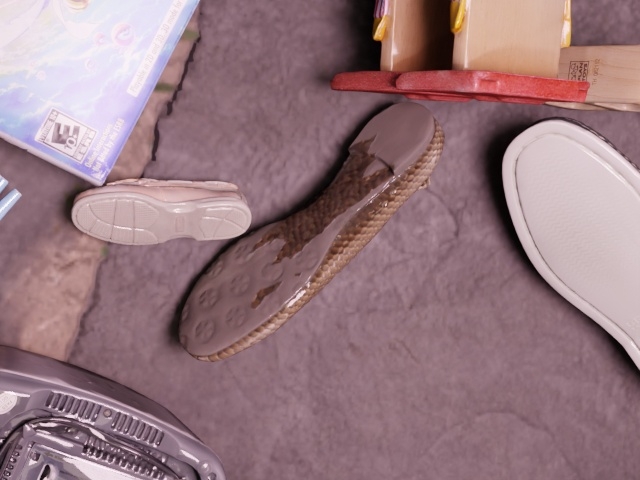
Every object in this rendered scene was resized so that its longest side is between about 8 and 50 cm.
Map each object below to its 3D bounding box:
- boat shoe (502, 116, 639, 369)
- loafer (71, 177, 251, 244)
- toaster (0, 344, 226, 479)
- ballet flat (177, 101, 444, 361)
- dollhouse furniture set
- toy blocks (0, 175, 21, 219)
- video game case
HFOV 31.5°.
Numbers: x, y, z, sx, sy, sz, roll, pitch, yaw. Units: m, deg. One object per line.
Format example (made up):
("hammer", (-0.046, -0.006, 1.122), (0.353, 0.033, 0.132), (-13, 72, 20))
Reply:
("boat shoe", (0.250, 0.014, 0.903), (0.114, 0.091, 0.302), (-26, 112, 31))
("loafer", (-0.113, -0.024, 0.801), (0.125, 0.039, 0.045), (2, 129, -17))
("toaster", (-0.161, 0.152, 0.743), (0.227, 0.146, 0.129), (23, 90, -20))
("ballet flat", (0.000, 0.000, 0.826), (0.250, 0.084, 0.058), (-46, 140, -12))
("dollhouse furniture set", (0.201, -0.192, 0.849), (0.374, 0.152, 0.201), (1, 96, -37))
("toy blocks", (-0.280, -0.009, 0.730), (0.148, 0.054, 0.123), (-47, 109, -8))
("video game case", (-0.191, -0.209, 0.733), (0.244, 0.061, 0.269), (27, 88, -19))
